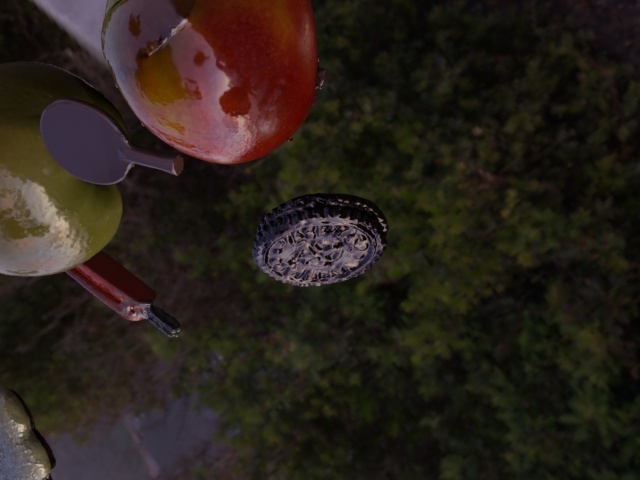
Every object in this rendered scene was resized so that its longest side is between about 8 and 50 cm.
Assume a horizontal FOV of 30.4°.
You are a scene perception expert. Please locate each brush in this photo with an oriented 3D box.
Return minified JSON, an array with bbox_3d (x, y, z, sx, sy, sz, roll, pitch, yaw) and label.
[{"bbox_3d":[-0.376,0.085,2.157,0.323,0.070,0.051,35,121,24],"label":"brush"}]

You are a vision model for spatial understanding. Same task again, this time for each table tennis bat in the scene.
[{"bbox_3d":[-0.243,-0.068,1.212,0.170,0.119,0.107,13,133,19],"label":"table tennis bat"}]

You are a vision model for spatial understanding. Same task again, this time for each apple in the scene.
[{"bbox_3d":[-0.391,-0.096,1.590,0.254,0.292,0.292,-7,125,26],"label":"apple"}]

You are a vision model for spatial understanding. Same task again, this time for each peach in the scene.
[{"bbox_3d":[-0.155,-0.301,1.830,0.370,0.370,0.370,47,160,22],"label":"peach"}]

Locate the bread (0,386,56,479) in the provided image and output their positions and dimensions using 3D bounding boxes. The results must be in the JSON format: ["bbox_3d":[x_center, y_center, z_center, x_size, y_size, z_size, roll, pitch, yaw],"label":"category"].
[{"bbox_3d":[-0.542,0.381,2.058,0.207,0.056,0.286,47,140,14],"label":"bread"}]

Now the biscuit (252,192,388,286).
[{"bbox_3d":[0.000,0.000,1.636,0.194,0.195,0.053,84,179,-56],"label":"biscuit"}]
